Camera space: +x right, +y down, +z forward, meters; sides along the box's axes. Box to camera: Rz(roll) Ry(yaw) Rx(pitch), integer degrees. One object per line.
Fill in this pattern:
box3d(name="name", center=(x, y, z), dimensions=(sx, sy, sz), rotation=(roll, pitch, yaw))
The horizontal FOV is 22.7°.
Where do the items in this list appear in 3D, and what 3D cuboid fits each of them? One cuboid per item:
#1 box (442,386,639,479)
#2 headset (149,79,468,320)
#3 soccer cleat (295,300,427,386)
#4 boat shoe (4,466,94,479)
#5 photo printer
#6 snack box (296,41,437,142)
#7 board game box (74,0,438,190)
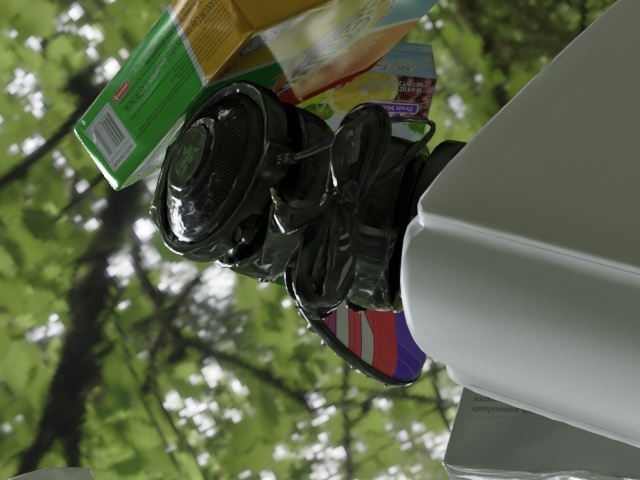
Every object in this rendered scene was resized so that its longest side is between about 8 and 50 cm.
box3d(name="box", center=(0.199, 0.146, 1.017), dimensions=(0.182, 0.181, 0.119), rotation=(59, -140, -44))
box3d(name="headset", center=(0.000, 0.000, 1.094), dimensions=(0.243, 0.394, 0.185), rotation=(15, -105, -3))
box3d(name="soccer cleat", center=(0.015, 0.000, 1.514), dimensions=(0.318, 0.116, 0.108), rotation=(53, -151, -7))
box3d(name="boat shoe", center=(-0.212, 0.206, 1.174), dimensions=(0.184, 0.066, 0.063), rotation=(41, -151, -78))
box3d(name="photo printer", center=(0.223, -0.007, 0.600), dimensions=(0.256, 0.307, 0.107), rotation=(-42, -46, -36))
box3d(name="snack box", center=(0.022, -0.120, 1.731), dimensions=(0.174, 0.207, 0.070), rotation=(4, -137, -6))
box3d(name="board game box", center=(-0.017, -0.174, 1.268), dimensions=(0.316, 0.242, 0.064), rotation=(-30, -98, -40))
